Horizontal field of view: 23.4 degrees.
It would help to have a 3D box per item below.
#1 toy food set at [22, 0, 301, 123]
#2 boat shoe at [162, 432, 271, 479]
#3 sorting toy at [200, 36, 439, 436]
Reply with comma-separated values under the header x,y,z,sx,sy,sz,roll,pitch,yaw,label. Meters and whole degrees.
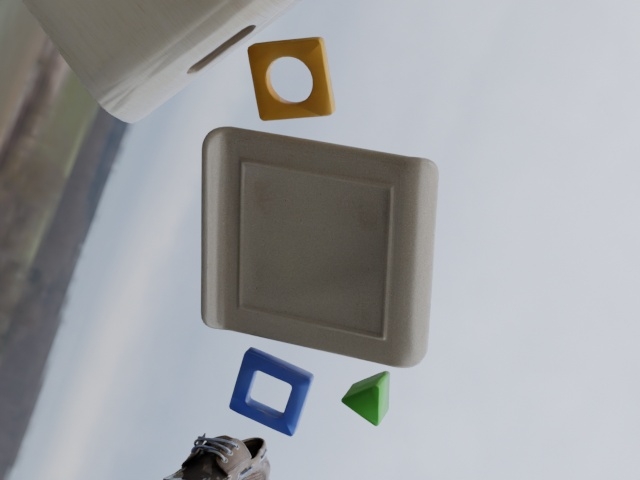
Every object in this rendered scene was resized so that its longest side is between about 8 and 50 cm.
x,y,z,sx,sy,sz,roll,pitch,yaw,label
-0.168,-0.284,1.325,0.219,0.306,0.092,-34,-173,13,toy food set
-0.099,0.211,1.422,0.183,0.066,0.066,7,89,-71,boat shoe
0.000,0.000,1.266,0.047,0.196,0.348,-46,142,-61,sorting toy
